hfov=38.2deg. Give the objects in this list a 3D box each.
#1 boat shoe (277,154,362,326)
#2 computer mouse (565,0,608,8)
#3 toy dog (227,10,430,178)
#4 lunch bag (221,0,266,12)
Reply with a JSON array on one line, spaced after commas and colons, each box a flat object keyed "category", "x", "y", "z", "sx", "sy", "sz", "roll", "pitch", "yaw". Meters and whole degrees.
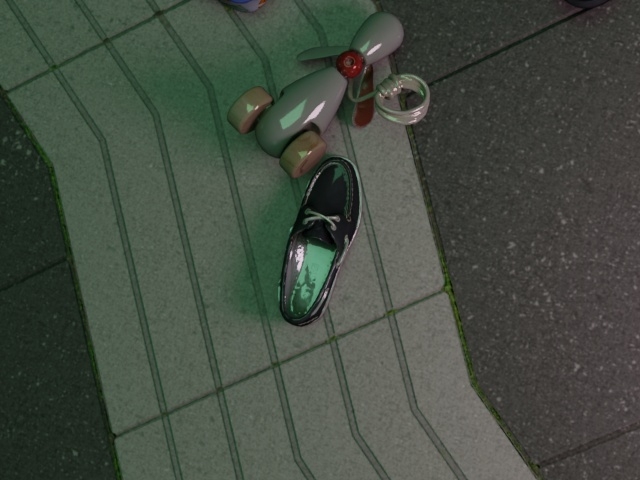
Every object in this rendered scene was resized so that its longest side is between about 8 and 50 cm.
[{"category": "boat shoe", "x": 0.000, "y": 0.000, "z": 1.571, "sx": 0.114, "sy": 0.091, "sz": 0.302, "roll": 10, "pitch": 89, "yaw": 9}, {"category": "computer mouse", "x": 0.455, "y": -0.505, "z": 1.525, "sx": 0.188, "sy": 0.072, "sz": 0.272, "roll": -1, "pitch": 81, "yaw": 29}, {"category": "toy dog", "x": 0.006, "y": -0.236, "z": 1.574, "sx": 0.334, "sy": 0.161, "sz": 0.220, "roll": -23, "pitch": 81, "yaw": -7}, {"category": "lunch bag", "x": -0.133, "y": -0.567, "z": 1.608, "sx": 0.243, "sy": 0.115, "sz": 0.303, "roll": 30, "pitch": 94, "yaw": 7}]
